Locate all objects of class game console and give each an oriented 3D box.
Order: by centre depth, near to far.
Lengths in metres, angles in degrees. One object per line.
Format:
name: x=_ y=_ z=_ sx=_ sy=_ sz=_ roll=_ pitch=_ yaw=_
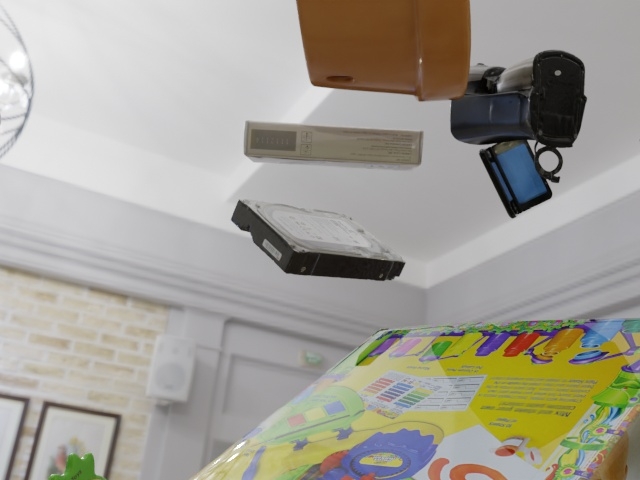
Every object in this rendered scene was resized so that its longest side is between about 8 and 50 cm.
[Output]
game console: x=0.318 y=-0.107 z=1.171 sx=0.071 sy=0.122 sz=0.107 roll=-27 pitch=-2 yaw=21

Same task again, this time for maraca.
maraca: x=-0.336 y=0.390 z=1.026 sx=0.099 sy=0.127 sz=0.185 roll=-3 pitch=-64 yaw=21

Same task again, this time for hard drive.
hard drive: x=0.000 y=0.000 z=1.600 sx=0.339 sy=0.064 sz=0.237 roll=8 pitch=24 yaw=-42

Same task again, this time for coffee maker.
coffee maker: x=0.272 y=-0.179 z=1.038 sx=0.120 sy=0.171 sz=0.178 roll=26 pitch=-8 yaw=-26

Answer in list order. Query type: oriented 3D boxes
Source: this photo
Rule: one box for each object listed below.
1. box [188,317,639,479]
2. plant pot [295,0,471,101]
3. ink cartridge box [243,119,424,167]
box: x=0.074 y=0.193 z=0.448 sx=0.279 sy=0.177 sz=0.290 roll=-32 pitch=12 yaw=-35
plant pot: x=0.072 y=-0.320 z=0.962 sx=0.204 sy=0.290 sz=0.291 roll=-8 pitch=-26 yaw=2
ink cartridge box: x=0.024 y=-0.165 z=1.309 sx=0.296 sy=0.066 sz=0.261 roll=4 pitch=2 yaw=1
